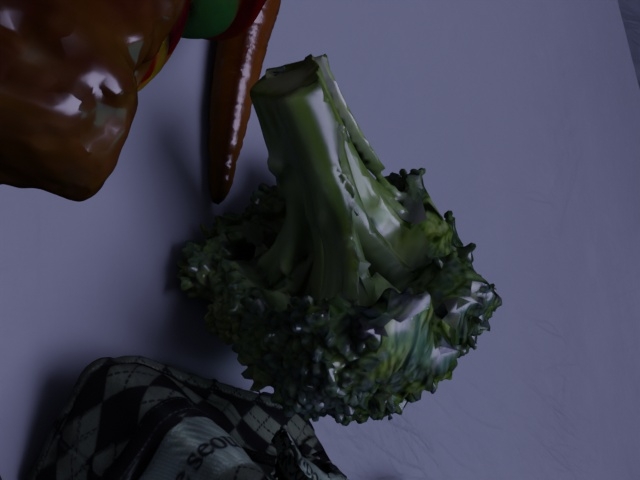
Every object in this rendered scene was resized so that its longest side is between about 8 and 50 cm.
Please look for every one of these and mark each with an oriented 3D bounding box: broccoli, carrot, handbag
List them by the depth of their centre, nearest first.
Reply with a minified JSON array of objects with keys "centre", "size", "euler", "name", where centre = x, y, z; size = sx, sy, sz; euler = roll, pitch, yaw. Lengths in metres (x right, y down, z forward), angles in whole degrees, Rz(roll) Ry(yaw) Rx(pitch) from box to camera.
[{"centre":[0.017,0.268,0.607],"size":[0.316,0.416,0.180],"euler":[31,89,-53],"name":"handbag"},{"centre":[-0.008,0.019,0.735],"size":[0.302,0.249,0.375],"euler":[46,22,-17],"name":"broccoli"},{"centre":[-0.084,-0.201,0.839],"size":[0.069,0.069,0.336],"euler":[25,71,-53],"name":"carrot"}]

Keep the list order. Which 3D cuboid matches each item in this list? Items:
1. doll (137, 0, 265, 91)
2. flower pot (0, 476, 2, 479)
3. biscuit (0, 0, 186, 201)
[{"centre":[-0.104,-0.268,0.704],"size":[0.183,0.160,0.363],"euler":[98,15,-53],"name":"doll"},{"centre":[-0.281,0.180,0.335],"size":[0.301,0.213,0.302],"euler":[13,74,-55],"name":"flower pot"},{"centre":[-0.244,-0.219,0.391],"size":[0.395,0.166,0.343],"euler":[28,55,-24],"name":"biscuit"}]
